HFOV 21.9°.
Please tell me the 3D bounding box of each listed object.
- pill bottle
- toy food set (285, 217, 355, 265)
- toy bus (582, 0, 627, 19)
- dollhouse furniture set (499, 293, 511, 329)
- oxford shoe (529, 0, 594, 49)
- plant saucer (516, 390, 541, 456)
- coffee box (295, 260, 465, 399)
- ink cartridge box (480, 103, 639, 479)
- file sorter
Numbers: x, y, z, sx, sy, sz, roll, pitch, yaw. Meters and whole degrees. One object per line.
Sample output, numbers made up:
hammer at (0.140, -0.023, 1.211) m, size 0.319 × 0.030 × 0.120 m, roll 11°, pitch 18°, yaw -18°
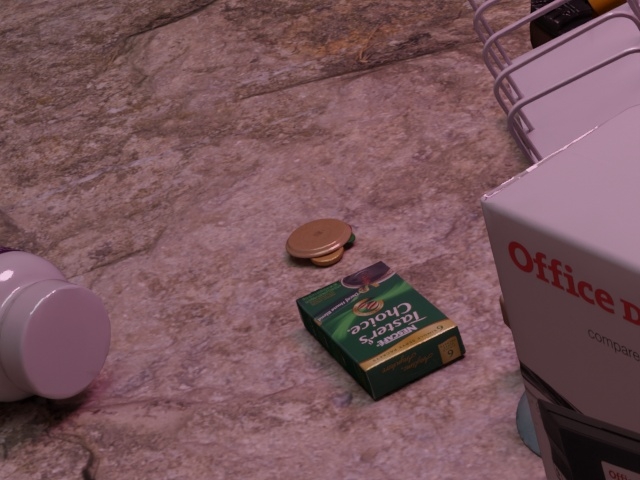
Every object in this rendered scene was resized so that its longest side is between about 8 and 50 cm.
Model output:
pill bottle at (-0.379, 0.086, 1.840) m, size 0.301 × 0.169 × 0.169 m, roll 11°, pitch 39°, yaw 41°
toy food set at (0.000, 0.000, 1.941) m, size 0.083 × 0.020 × 0.082 m, roll 4°, pitch 35°, yaw 34°
toy bus at (0.372, -0.333, 2.147) m, size 0.191 × 0.202 × 0.104 m, roll 18°, pitch -1°, yaw 33°
dollhouse furniture set at (0.278, -0.044, 1.638) m, size 0.286 × 0.198 × 0.303 m, roll -13°, pitch 24°, yaw -12°
oxford shoe at (0.345, -0.222, 2.089) m, size 0.083 × 0.096 × 0.227 m, roll -17°, pitch 46°, yaw -23°
plant saucer at (0.275, 0.139, 1.543) m, size 0.195 × 0.037 × 0.195 m, roll -12°, pitch 29°, yaw 7°
coffee box at (0.061, 0.090, 1.734) m, size 0.113 × 0.040 × 0.184 m, roll -24°, pitch 30°, yaw -13°
ink cartridge box at (0.295, 0.132, 1.176) m, size 0.166 × 0.395 × 0.285 m, roll -30°, pitch 31°, yaw -23°
file sorter at (0.293, -0.207, 1.891) m, size 0.193 × 0.173 × 0.277 m, roll -26°, pitch 41°, yaw 15°
